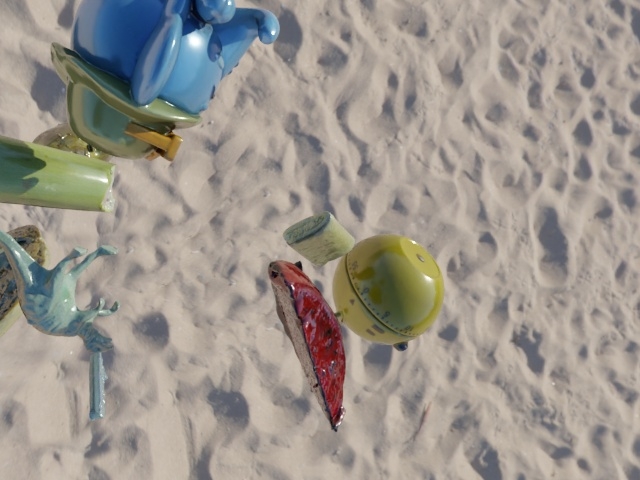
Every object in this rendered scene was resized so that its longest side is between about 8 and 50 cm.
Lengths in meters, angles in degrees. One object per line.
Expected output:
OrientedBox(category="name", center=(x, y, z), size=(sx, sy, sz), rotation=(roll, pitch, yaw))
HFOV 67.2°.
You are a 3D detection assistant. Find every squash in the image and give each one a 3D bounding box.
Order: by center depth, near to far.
OrientedBox(category="squash", center=(-0.343, -0.078, 0.515), size=(0.250, 0.083, 0.083), rotation=(8, 81, -39))

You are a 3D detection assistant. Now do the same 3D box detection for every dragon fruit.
OrientedBox(category="dragon fruit", center=(-0.027, 0.168, 0.977), size=(0.100, 0.282, 0.344), rotation=(-23, 112, -15))

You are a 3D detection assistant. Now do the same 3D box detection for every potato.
OrientedBox(category="potato", center=(-0.643, -0.240, 1.259), size=(0.191, 0.296, 0.141), rotation=(-10, 114, -16))

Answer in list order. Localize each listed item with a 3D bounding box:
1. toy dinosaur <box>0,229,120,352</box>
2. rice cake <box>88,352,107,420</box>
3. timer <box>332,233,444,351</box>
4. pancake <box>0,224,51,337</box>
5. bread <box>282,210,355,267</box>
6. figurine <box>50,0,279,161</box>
OrientedBox(category="toy dinosaur", center=(-0.497, 0.071, 0.895), size=(0.205, 0.092, 0.393), rotation=(-47, 132, -1))
OrientedBox(category="rice cake", center=(-0.577, 0.376, 1.251), size=(0.042, 0.030, 0.180), rotation=(-14, 52, -10))
OrientedBox(category="timer", center=(0.181, 0.176, 1.487), size=(0.376, 0.387, 0.376), rotation=(31, 32, -22))
OrientedBox(category="pancake", center=(-0.770, 0.123, 1.079), size=(0.387, 0.387, 0.082), rotation=(-51, 139, -20))
OrientedBox(category="bread", center=(0.000, 0.000, 1.219), size=(0.178, 0.139, 0.060), rotation=(40, 27, -57))
OrientedBox(category="figurine", center=(-0.140, -0.197, 0.436), size=(0.262, 0.180, 0.154), rotation=(-60, 152, 9))
